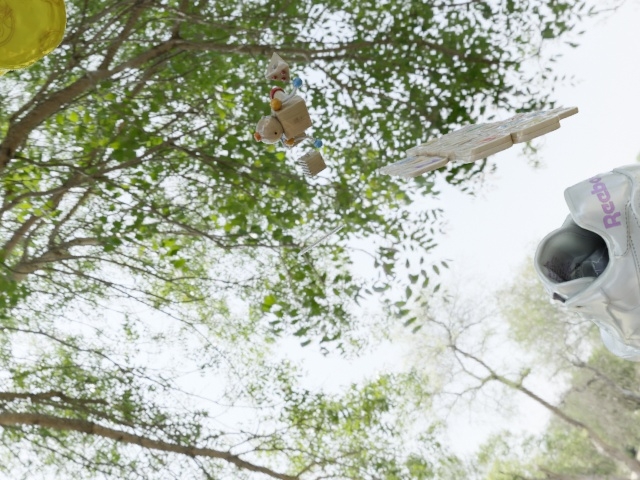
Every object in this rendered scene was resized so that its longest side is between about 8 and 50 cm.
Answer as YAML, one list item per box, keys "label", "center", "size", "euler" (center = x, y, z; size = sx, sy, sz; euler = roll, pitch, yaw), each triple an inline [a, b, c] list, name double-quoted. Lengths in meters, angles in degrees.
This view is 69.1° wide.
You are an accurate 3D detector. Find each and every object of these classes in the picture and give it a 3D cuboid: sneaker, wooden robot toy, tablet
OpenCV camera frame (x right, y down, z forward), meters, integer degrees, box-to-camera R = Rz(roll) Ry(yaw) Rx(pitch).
- label: "sneaker"
  center: [0.275, 0.028, 0.435]
  size: [0.305, 0.152, 0.114]
  euler: [61, -158, -49]
- label: "wooden robot toy"
  center: [-0.056, -0.151, 0.618]
  size: [0.079, 0.076, 0.173]
  euler: [-36, -45, -15]
- label: "tablet"
  center: [0.000, 0.000, 0.759]
  size: [0.083, 0.054, 0.006]
  euler: [-34, -91, -9]

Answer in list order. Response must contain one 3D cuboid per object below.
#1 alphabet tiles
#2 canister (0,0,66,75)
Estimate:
- label: "alphabet tiles"
  center: [0.237, -0.160, 0.739]
  size: [0.278, 0.284, 0.021]
  euler: [-21, -77, -2]
- label: "canister"
  center: [-0.246, -0.157, 0.251]
  size: [0.126, 0.170, 0.073]
  euler: [76, -150, -45]
